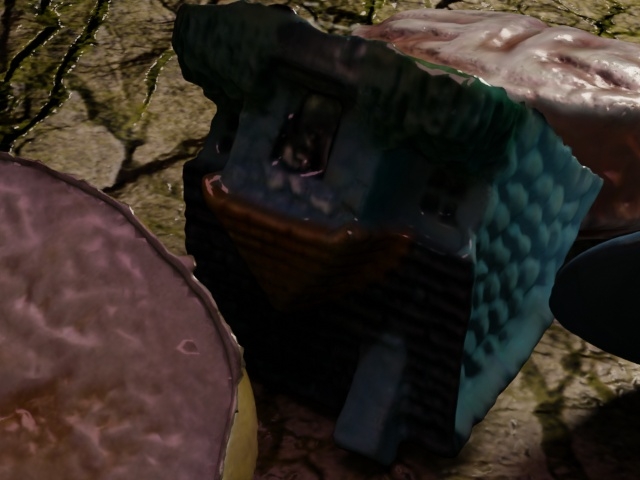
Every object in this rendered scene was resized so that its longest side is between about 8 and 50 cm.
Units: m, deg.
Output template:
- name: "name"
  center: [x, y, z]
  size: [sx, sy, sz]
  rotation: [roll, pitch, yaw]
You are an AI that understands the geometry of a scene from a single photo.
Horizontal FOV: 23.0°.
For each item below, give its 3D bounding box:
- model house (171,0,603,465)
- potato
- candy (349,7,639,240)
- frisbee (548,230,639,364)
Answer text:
- name: "model house"
  center: [0.000, 0.000, 1.027]
  size: [0.261, 0.241, 0.226]
  rotation: [20, -3, 34]
- name: "potato"
  center: [-0.158, 0.108, 0.902]
  size: [0.246, 0.196, 0.299]
  rotation: [-26, 70, -4]
- name: "candy"
  center: [0.151, -0.091, 1.215]
  size: [0.289, 0.157, 0.214]
  rotation: [16, 19, 30]
- name: "frisbee"
  center: [0.282, 0.056, 0.949]
  size: [0.289, 0.289, 0.049]
  rotation: [5, 70, 4]
